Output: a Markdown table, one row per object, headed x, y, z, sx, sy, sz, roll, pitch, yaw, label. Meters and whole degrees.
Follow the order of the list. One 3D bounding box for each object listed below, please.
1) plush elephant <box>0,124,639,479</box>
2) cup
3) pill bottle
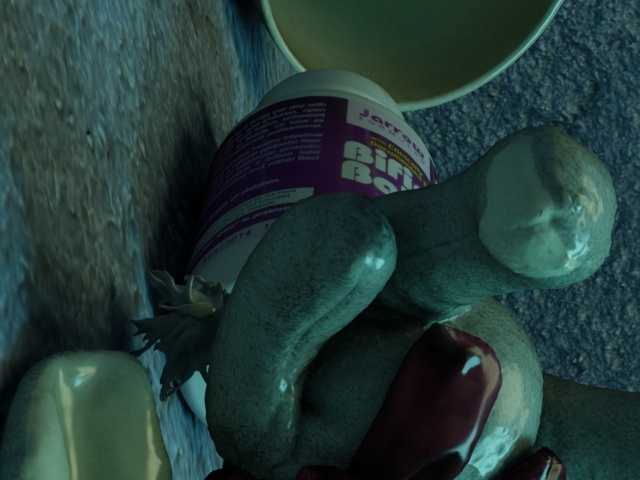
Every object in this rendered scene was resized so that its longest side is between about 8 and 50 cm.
| x | y | z | sx | sy | sz | roll | pitch | yaw | label |
| --- | --- | --- | --- | --- | --- | --- | --- | --- | --- |
| 0.003 | 0.128 | 0.642 | 0.272 | 0.330 | 0.255 | 57 | 45 | -40 | plush elephant |
| 0.049 | -0.318 | 1.345 | 0.237 | 0.331 | 0.331 | 49 | -21 | 50 | cup |
| 0.000 | 0.000 | 0.973 | 0.301 | 0.169 | 0.169 | -86 | 165 | -59 | pill bottle |
